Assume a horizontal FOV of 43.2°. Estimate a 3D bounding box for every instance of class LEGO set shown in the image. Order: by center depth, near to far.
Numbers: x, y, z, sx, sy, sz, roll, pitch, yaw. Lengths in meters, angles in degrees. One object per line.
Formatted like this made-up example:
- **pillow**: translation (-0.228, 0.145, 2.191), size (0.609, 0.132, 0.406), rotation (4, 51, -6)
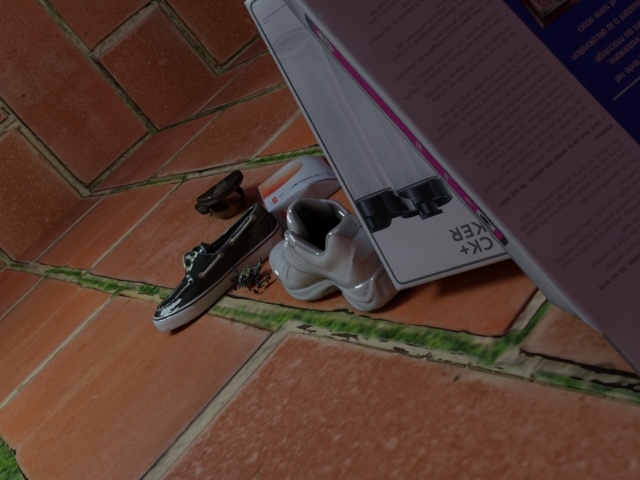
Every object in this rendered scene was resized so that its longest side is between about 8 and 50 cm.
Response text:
- **LEGO set**: translation (-0.089, 0.051, 1.039), size (0.054, 0.023, 0.083), rotation (-41, 33, 3)

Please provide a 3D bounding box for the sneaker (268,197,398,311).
- **sneaker**: translation (0.000, 0.000, 0.842), size (0.090, 0.115, 0.232), rotation (-48, 21, -21)

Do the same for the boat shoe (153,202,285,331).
- **boat shoe**: translation (-0.151, 0.034, 1.102), size (0.219, 0.070, 0.078), rotation (-40, 20, -2)

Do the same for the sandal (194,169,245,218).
- **sandal**: translation (-0.167, -0.065, 1.375), size (0.090, 0.060, 0.219), rotation (-39, 5, -17)

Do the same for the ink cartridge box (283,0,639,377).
- **ink cartridge box**: translation (0.149, -0.094, 0.514), size (0.175, 0.371, 0.069), rotation (-40, -12, 0)

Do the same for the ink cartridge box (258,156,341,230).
- **ink cartridge box**: translation (-0.005, -0.101, 1.177), size (0.179, 0.045, 0.145), rotation (-41, 20, 4)

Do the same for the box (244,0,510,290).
- **box**: translation (0.080, -0.116, 0.678), size (0.169, 0.290, 0.087), rotation (-19, 13, 43)
